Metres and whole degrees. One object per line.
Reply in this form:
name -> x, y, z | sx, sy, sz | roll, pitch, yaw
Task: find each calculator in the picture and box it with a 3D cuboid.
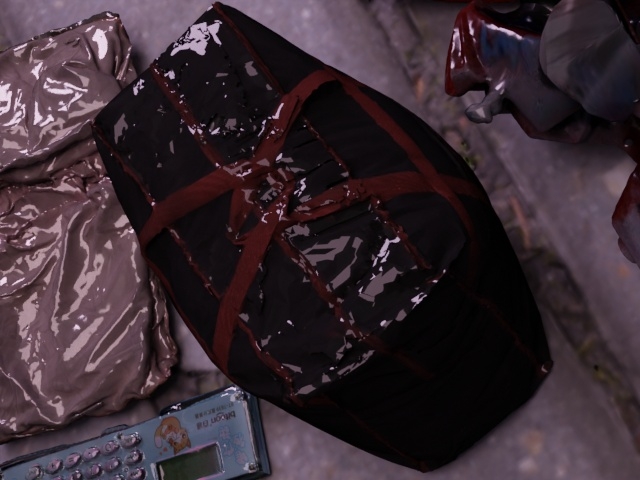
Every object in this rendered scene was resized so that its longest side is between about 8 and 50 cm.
calculator -> -0.110, 0.128, 0.860 | 0.172, 0.018, 0.057 | -19, 70, 19

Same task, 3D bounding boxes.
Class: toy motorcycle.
toy motorcycle -> 0.135, -0.060, 0.745 | 0.122, 0.082, 0.213 | -38, 77, 35

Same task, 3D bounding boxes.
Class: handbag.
handbag -> 0.000, 0.000, 0.752 | 0.155, 0.169, 0.215 | -45, 61, 9

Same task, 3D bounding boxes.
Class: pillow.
pillow -> -0.160, -0.012, 0.905 | 0.135, 0.049, 0.248 | -15, 73, 18

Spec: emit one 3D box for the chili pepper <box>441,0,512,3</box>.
chili pepper -> 0.090, -0.164, 0.816 | 0.169, 0.065, 0.088 | -15, 70, 26
